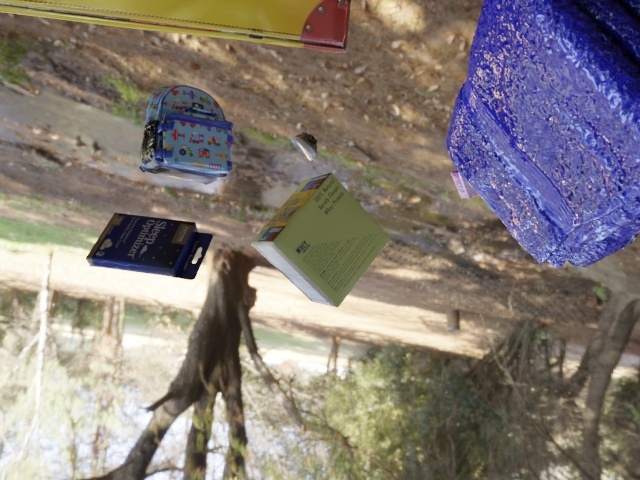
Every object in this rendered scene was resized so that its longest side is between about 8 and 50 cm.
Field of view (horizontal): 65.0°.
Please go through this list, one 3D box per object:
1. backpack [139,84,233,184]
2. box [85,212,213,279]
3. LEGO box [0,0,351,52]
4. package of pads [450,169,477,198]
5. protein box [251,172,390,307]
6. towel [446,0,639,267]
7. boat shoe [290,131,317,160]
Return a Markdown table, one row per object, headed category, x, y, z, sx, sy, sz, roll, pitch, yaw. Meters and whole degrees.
| category | x | y | z | sx | sy | sz | roll | pitch | yaw |
| --- | --- | --- | --- | --- | --- | --- | --- | --- | --- |
| backpack | -0.236 | -0.202 | 0.914 | 0.158 | 0.173 | 0.116 | 9 | 170 | -36 |
| box | -0.352 | 0.009 | 1.053 | 0.225 | 0.136 | 0.037 | 8 | 137 | 5 |
| LEGO box | -0.196 | -0.441 | 0.548 | 0.499 | 0.373 | 0.193 | 1 | -149 | -17 |
| package of pads | 0.385 | -0.153 | 1.347 | 0.032 | 0.083 | 0.050 | -27 | -168 | -12 |
| protein box | 0.000 | 0.000 | 1.090 | 0.201 | 0.200 | 0.136 | 45 | 161 | -19 |
| towel | 0.203 | -0.086 | 0.447 | 0.228 | 0.076 | 0.308 | 51 | 175 | 16 |
| boat shoe | -0.029 | -0.204 | 1.051 | 0.049 | 0.040 | 0.142 | 53 | 180 | -25 |
